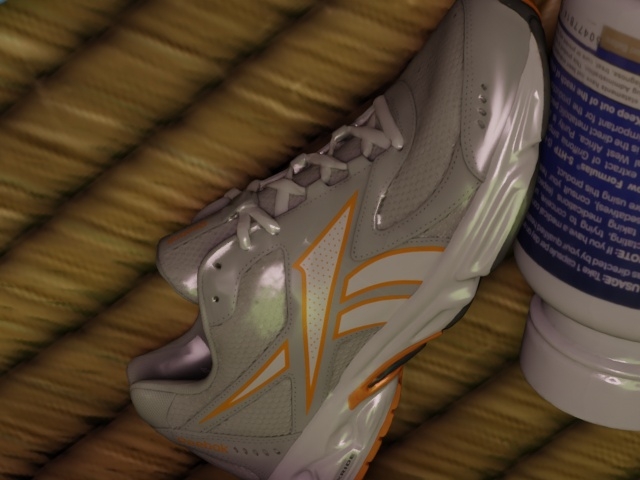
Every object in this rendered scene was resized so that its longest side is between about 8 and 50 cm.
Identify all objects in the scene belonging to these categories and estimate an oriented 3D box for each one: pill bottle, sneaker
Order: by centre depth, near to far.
[{"bbox_3d":[0.140,-0.021,0.670,0.112,0.112,0.187,5,118,-8],"label":"pill bottle"},{"bbox_3d":[0.000,0.000,0.680,0.121,0.099,0.262,23,113,-12],"label":"sneaker"}]

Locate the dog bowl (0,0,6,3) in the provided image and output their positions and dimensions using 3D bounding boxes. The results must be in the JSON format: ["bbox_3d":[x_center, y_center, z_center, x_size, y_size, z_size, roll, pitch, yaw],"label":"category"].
[{"bbox_3d":[-0.181,-0.139,0.596,0.297,0.074,0.166,-28,117,9],"label":"dog bowl"}]
